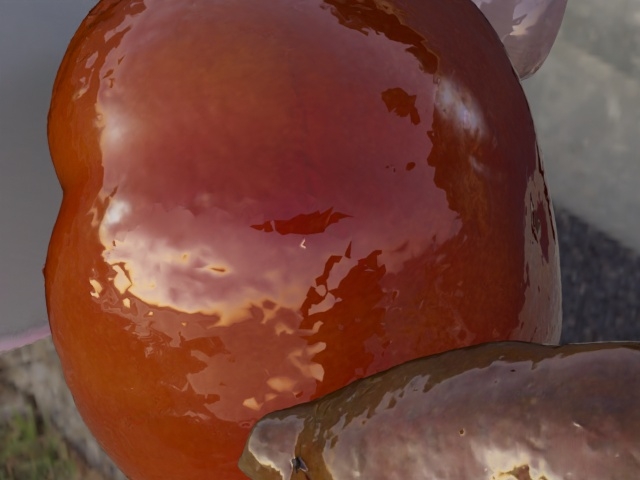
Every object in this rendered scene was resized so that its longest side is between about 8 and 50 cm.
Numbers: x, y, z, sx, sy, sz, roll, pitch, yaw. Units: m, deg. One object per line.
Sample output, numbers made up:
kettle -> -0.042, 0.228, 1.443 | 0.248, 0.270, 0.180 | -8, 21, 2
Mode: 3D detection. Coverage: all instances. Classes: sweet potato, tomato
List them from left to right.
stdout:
tomato -> -0.001, 0.001, 0.693 | 0.180, 0.260, 0.259 | -9, 49, 18
sweet potato -> 0.073, 0.046, 0.377 | 0.195, 0.056, 0.056 | -3, 49, 18

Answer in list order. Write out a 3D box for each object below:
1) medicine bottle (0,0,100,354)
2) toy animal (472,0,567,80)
medicine bottle -> -0.216, -0.058, 0.876 | 0.253, 0.241, 0.252 | 4, 81, -27
toy animal -> 0.021, -0.134, 0.940 | 0.213, 0.124, 0.124 | 2, 50, -15
